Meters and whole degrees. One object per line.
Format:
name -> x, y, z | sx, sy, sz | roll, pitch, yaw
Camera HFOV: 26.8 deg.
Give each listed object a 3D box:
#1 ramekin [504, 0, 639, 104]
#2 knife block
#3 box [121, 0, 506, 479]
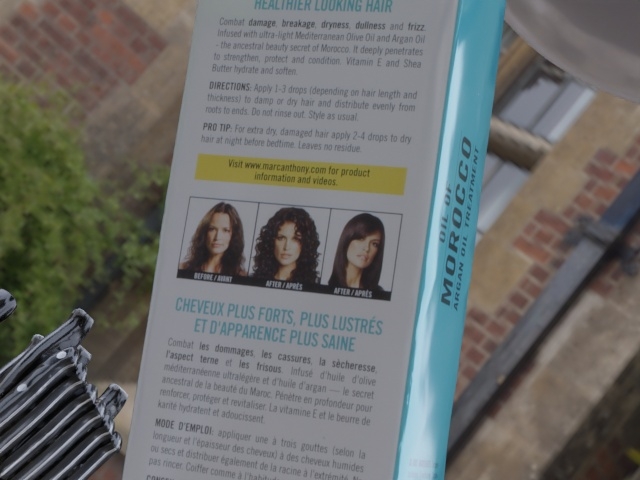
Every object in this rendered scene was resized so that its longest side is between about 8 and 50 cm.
ramekin -> 0.270, -0.240, 1.076 | 0.277, 0.135, 0.277 | 28, -20, 11
knife block -> -0.252, 0.139, 0.789 | 0.242, 0.275, 0.088 | -108, 178, -59
box -> 0.000, 0.000, 0.477 | 0.100, 0.244, 0.060 | 6, -8, 21
